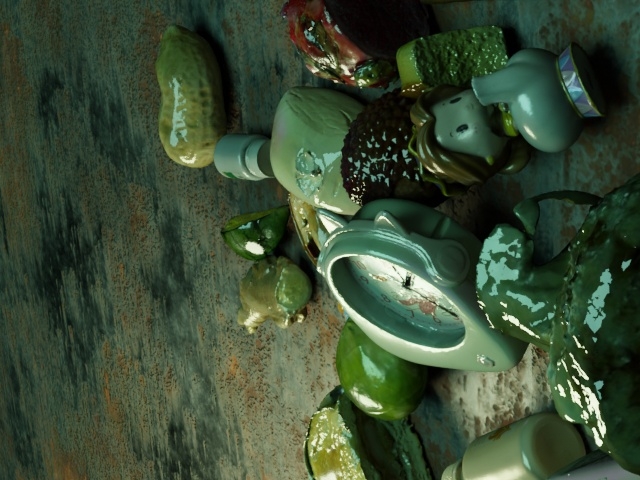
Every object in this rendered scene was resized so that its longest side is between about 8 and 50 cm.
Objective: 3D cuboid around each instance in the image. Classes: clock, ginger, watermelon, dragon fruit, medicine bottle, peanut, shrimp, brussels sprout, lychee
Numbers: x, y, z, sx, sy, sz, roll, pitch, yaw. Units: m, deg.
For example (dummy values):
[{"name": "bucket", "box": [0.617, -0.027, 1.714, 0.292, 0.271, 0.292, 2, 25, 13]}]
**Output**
[{"name": "clock", "box": [0.133, 0.052, 1.837, 0.265, 0.108, 0.324, 5, 143, 45]}, {"name": "ginger", "box": [-0.092, 0.092, 2.350, 0.213, 0.074, 0.137, -15, 81, 60]}, {"name": "watermelon", "box": [-0.117, -0.006, 2.334, 0.181, 0.092, 0.075, -12, 108, 54]}, {"name": "dragon fruit", "box": [0.046, -0.321, 1.872, 0.147, 0.211, 0.282, -34, 50, 48]}, {"name": "medicine bottle", "box": [0.268, 0.330, 1.911, 0.252, 0.114, 0.114, -38, 73, 54]}, {"name": "medicine bottle", "box": [-0.119, -0.144, 2.272, 0.130, 0.080, 0.080, 10, 112, 53]}, {"name": "peanut", "box": [-0.235, -0.257, 2.350, 0.137, 0.122, 0.253, 21, 119, 58]}, {"name": "shrimp", "box": [-0.003, 0.001, 2.198, 0.133, 0.053, 0.236, -48, 62, 50]}, {"name": "brussels sprout", "box": [0.094, 0.193, 2.070, 0.161, 0.144, 0.180, 63, -163, -65]}, {"name": "lychee", "box": [0.115, -0.130, 1.871, 0.188, 0.188, 0.188, 28, 126, 46]}]

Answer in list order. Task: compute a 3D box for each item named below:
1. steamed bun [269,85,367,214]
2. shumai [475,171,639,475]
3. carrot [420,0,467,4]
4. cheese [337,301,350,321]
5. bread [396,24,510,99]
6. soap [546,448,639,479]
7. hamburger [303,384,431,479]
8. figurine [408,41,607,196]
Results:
[{"name": "steamed bun", "box": [0.001, -0.136, 2.043, 0.239, 0.153, 0.170, 33, 129, 39]}, {"name": "shumai", "box": [0.385, 0.059, 1.498, 0.348, 0.395, 0.395, -133, 37, -64]}, {"name": "carrot", "box": [0.219, -0.338, 1.746, 0.224, 0.057, 0.057, 13, 115, 46]}, {"name": "cheese", "box": [0.055, 0.152, 2.217, 0.047, 0.017, 0.111, -21, 86, 53]}, {"name": "bread", "box": [0.177, -0.234, 1.772, 0.125, 0.156, 0.086, 178, 79, -83]}, {"name": "soap", "box": [0.421, 0.307, 1.627, 0.199, 0.182, 0.138, -30, 81, 56]}, {"name": "hamburger", "box": [0.072, 0.394, 2.198, 0.211, 0.132, 0.308, -37, 73, 55]}, {"name": "figurine", "box": [0.224, -0.148, 1.669, 0.263, 0.189, 0.142, -25, 51, 25]}]
